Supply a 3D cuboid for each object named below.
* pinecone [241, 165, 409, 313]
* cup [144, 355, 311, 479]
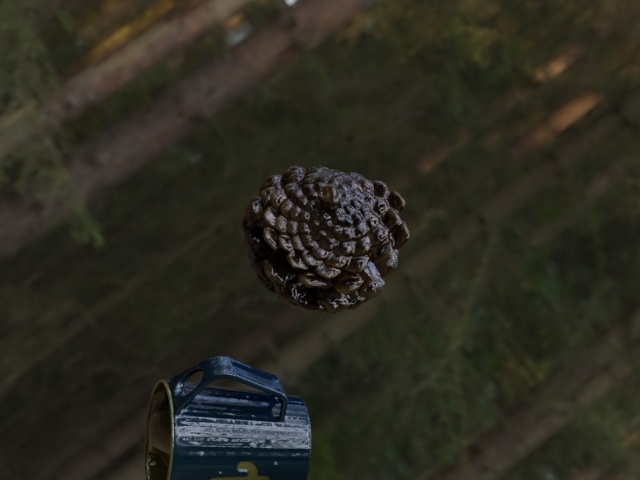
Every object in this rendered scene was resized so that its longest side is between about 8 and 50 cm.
[{"bbox_3d":[0.001,-0.002,2.082,0.185,0.169,0.212,20,-4,-2],"label":"pinecone"},{"bbox_3d":[-0.092,0.198,1.885,0.131,0.155,0.176,-108,-151,-49],"label":"cup"}]
